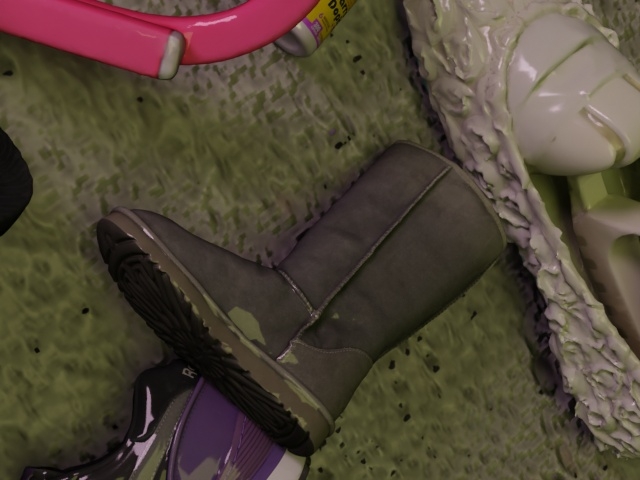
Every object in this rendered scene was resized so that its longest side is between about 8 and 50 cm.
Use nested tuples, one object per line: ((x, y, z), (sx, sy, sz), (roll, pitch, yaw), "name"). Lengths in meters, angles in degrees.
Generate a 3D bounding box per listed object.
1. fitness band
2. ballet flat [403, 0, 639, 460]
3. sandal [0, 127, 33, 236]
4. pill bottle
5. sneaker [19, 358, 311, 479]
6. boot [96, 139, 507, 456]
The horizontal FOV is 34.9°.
((-0.119, -0.203, 0.512), (0.291, 0.054, 0.209), (18, 108, -8), "fitness band")
((0.194, -0.029, 0.679), (0.147, 0.147, 0.409), (-32, 104, -19), "ballet flat")
((-0.287, -0.166, 0.413), (0.107, 0.167, 0.446), (-40, 106, 20), "sandal")
((0.001, -0.157, 0.632), (0.043, 0.043, 0.083), (43, 76, -20), "pill bottle")
((-0.141, 0.193, 0.571), (0.124, 0.107, 0.283), (42, 71, -5), "sneaker")
((-0.002, 0.000, 0.608), (0.189, 0.076, 0.208), (47, 62, -7), "boot")
